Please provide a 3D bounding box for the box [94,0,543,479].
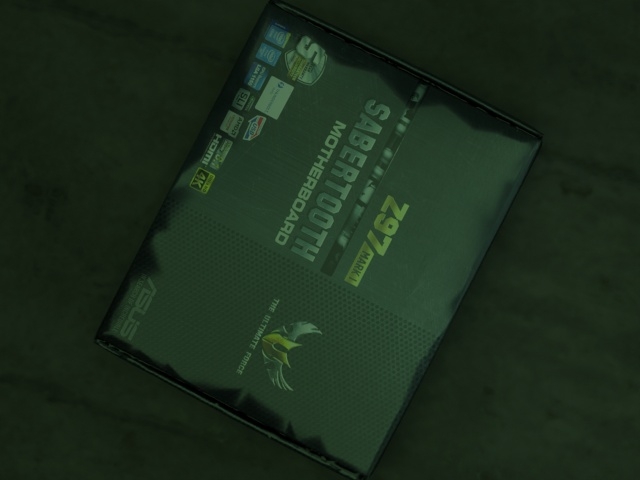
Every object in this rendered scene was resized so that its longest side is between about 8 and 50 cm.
[{"bbox_3d":[0.000,0.000,1.136,0.183,0.059,0.232,28,91,4],"label":"box"}]
